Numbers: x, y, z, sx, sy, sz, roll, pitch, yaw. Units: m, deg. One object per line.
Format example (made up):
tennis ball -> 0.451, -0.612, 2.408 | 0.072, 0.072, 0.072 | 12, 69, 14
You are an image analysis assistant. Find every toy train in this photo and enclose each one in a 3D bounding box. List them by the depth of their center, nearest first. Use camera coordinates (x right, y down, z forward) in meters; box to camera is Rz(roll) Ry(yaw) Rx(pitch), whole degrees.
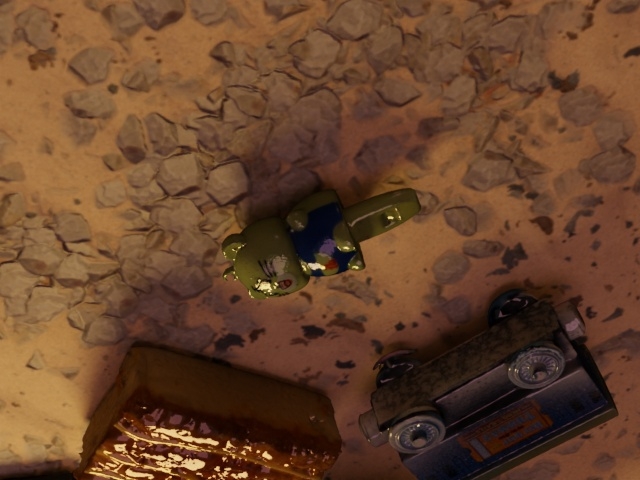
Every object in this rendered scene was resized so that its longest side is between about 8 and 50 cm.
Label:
toy train -> 0.204, 0.194, 1.358 | 0.300, 0.131, 0.202 | -29, 130, 13

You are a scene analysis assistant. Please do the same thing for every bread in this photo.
bread -> -0.135, 0.246, 1.348 | 0.275, 0.114, 0.184 | 21, 121, -22

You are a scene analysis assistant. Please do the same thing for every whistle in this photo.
whistle -> 0.000, 0.000, 1.193 | 0.227, 0.085, 0.105 | -21, 138, 5

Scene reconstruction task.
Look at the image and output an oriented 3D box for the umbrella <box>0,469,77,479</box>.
umbrella -> -0.370, 0.316, 1.410 | 0.133, 0.031, 0.036 | -6, 151, -7
